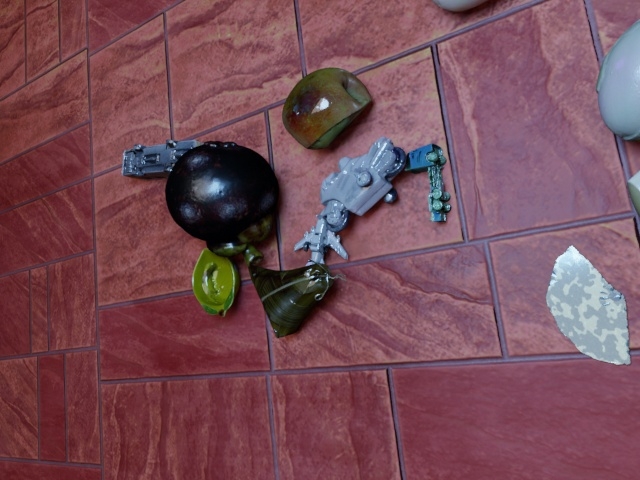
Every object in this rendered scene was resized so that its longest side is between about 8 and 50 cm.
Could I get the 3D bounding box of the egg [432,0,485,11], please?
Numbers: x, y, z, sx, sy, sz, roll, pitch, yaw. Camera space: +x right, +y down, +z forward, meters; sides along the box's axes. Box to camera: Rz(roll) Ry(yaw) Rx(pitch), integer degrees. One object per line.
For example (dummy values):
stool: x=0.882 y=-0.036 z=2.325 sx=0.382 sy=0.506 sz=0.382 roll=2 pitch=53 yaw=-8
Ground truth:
egg: x=0.330 y=-0.623 z=1.019 sx=0.264 sy=0.174 sz=0.286 roll=38 pitch=79 yaw=27

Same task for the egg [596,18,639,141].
egg: x=0.584 y=-0.278 z=0.817 sx=0.183 sy=0.183 sz=0.217 roll=23 pitch=93 yaw=30

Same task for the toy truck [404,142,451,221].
toy truck: x=0.245 y=-0.127 z=1.073 sx=0.081 sy=0.067 sz=0.175 roll=-10 pitch=83 yaw=35

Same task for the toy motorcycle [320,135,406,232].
toy motorcycle: x=0.087 y=-0.146 z=1.135 sx=0.260 sy=0.110 sz=0.171 roll=-46 pitch=48 yaw=21

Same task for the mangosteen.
mangosteen: x=-0.257 y=-0.109 z=1.247 sx=0.297 sy=0.297 sz=0.314 roll=41 pitch=140 yaw=27

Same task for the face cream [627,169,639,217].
face cream: x=0.689 y=-0.145 z=0.788 sx=0.173 sy=0.081 sz=0.348 roll=42 pitch=107 yaw=1

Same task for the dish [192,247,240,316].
dish: x=-0.283 y=0.120 z=1.345 sx=0.148 sy=0.080 sz=0.208 roll=-25 pitch=71 yaw=22

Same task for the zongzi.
zongzi: x=-0.086 y=0.085 z=1.197 sx=0.241 sy=0.111 sz=0.248 roll=55 pitch=127 yaw=24

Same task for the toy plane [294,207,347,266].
toy plane: x=0.000 y=0.000 z=1.203 sx=0.162 sy=0.065 sz=0.171 roll=8 pitch=94 yaw=34

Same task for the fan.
fan: x=0.518 y=0.128 z=0.916 sx=0.131 sy=0.009 sz=0.240 roll=-25 pitch=73 yaw=26

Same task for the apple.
apple: x=0.008 y=-0.331 z=1.166 sx=0.188 sy=0.173 sz=0.207 roll=-46 pitch=19 yaw=39

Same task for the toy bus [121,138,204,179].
toy bus: x=-0.476 y=-0.241 z=1.460 sx=0.342 sy=0.138 sz=0.097 roll=1 pitch=84 yaw=31
